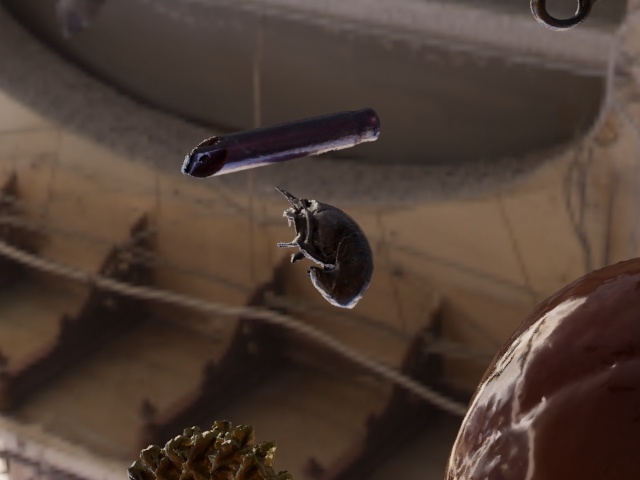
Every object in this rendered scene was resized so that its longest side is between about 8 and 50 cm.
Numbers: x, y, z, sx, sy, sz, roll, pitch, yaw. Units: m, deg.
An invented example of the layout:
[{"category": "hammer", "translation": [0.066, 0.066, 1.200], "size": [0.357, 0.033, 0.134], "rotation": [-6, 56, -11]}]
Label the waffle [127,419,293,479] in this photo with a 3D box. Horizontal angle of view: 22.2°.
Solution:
[{"category": "waffle", "translation": [-0.093, 0.281, 1.510], "size": [0.051, 0.228, 0.231], "rotation": [-1, 164, -41]}]

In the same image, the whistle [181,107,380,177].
[{"category": "whistle", "translation": [-0.030, -0.081, 1.343], "size": [0.176, 0.033, 0.033], "rotation": [-13, -152, -25]}]

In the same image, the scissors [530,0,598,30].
[{"category": "scissors", "translation": [0.259, -0.218, 1.256], "size": [0.220, 0.088, 0.017], "rotation": [-11, -178, -15]}]

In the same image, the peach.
[{"category": "peach", "translation": [0.264, 0.164, 1.125], "size": [0.343, 0.301, 0.343], "rotation": [23, -141, -21]}]

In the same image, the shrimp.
[{"category": "shrimp", "translation": [0.000, 0.000, 1.404], "size": [0.056, 0.065, 0.165], "rotation": [35, -175, -37]}]
